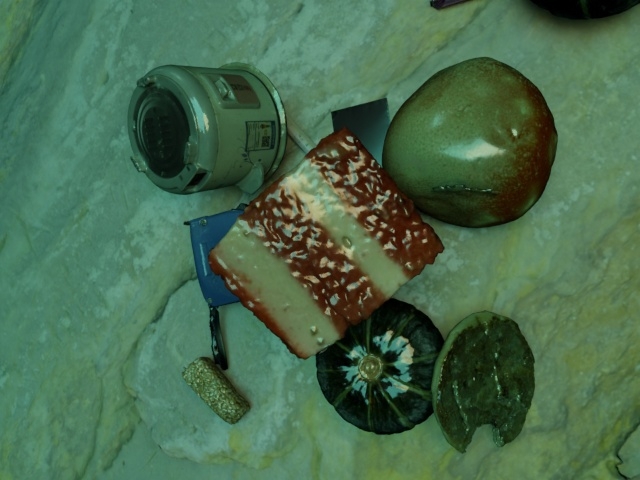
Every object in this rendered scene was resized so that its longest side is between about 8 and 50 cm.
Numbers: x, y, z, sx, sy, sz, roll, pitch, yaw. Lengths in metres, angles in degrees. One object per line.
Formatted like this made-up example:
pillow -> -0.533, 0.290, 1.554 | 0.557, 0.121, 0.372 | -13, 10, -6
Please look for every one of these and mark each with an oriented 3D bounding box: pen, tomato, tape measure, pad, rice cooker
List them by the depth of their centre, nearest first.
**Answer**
tomato -> 0.264, -0.166, 0.857 | 0.303, 0.239, 0.304 | -1, 86, 21
rice cooker -> -0.219, -0.228, 0.989 | 0.264, 0.316, 0.317 | -44, 74, 36
pad -> 0.095, -0.203, 1.036 | 0.127, 0.004, 0.190 | -9, 83, 16
tape measure -> -0.174, 0.101, 1.051 | 0.215, 0.098, 0.351 | -13, 85, 17
pen -> -0.092, -0.283, 1.084 | 0.033, 0.033, 0.269 | -44, 75, 10

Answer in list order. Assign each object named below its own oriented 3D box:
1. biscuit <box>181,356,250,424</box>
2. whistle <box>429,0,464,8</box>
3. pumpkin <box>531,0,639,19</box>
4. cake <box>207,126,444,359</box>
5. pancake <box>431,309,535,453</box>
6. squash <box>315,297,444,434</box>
biscuit -> -0.229, 0.330, 1.058 | 0.168, 0.082, 0.070 | 40, 87, 20
whistle -> 0.311, -0.509, 0.977 | 0.176, 0.033, 0.033 | -9, 83, 16
pumpkin -> 0.461, -0.532, 0.794 | 0.315, 0.238, 0.315 | 22, 131, 28
cake -> 0.000, 0.000, 0.865 | 0.319, 0.270, 0.269 | -40, 96, 4
pancake -> 0.292, 0.248, 0.853 | 0.253, 0.037, 0.254 | 3, 84, -28
squash -> 0.116, 0.236, 0.913 | 0.252, 0.165, 0.252 | -3, 82, 20
